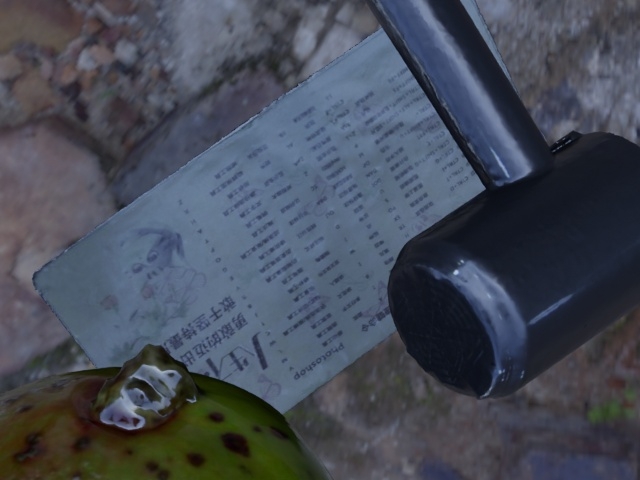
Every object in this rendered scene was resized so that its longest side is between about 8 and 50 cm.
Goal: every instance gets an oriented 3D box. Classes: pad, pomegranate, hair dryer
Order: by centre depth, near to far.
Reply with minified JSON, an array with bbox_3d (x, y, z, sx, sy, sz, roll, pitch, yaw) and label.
[{"bbox_3d":[0.039,-0.066,0.594,0.248,0.114,0.070,59,150,0],"label":"hair dryer"},{"bbox_3d":[-0.089,0.155,0.621,0.198,0.198,0.246,32,138,-6],"label":"pomegranate"},{"bbox_3d":[0.000,0.000,0.793,0.265,0.009,0.160,-36,122,-7],"label":"pad"}]
